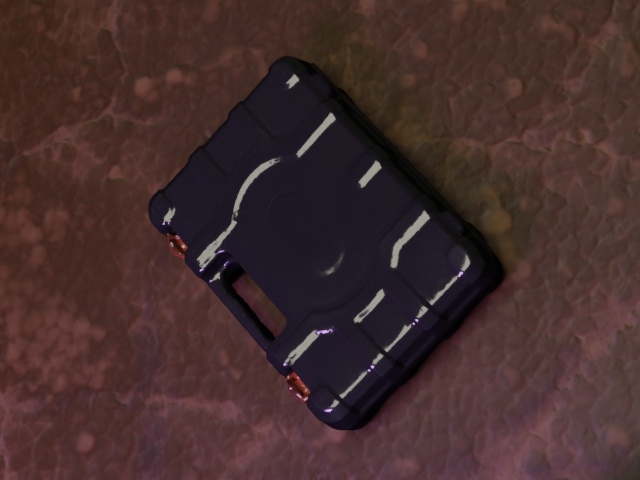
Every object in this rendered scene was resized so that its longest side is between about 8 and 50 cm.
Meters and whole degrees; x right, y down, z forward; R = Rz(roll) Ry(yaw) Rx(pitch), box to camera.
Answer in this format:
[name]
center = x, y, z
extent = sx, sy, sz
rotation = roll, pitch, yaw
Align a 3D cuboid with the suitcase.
[suitcase]
center = 0.000, 0.000, 1.636
extent = 0.206, 0.066, 0.285
rotation = -47, 62, 9
